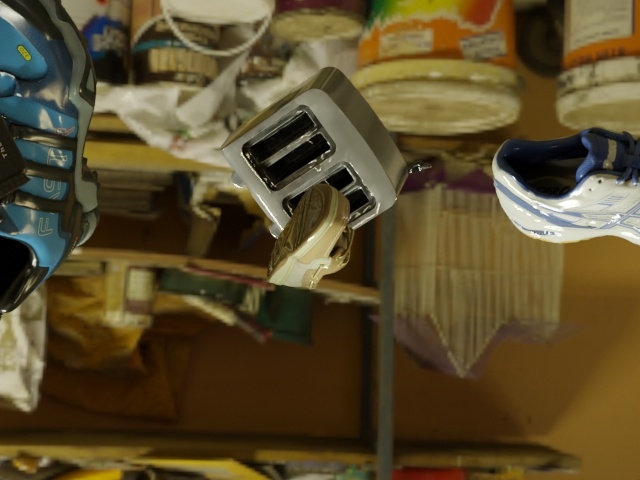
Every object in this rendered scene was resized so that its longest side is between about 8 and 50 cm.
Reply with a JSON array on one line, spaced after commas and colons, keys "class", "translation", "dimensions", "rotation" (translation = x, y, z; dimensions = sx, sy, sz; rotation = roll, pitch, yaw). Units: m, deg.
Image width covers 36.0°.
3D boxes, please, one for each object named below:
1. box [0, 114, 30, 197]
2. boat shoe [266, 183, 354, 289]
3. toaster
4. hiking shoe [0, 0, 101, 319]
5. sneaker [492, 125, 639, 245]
[{"class": "box", "translation": [-0.240, -0.097, 0.322], "dimensions": [0.060, 0.270, 0.216], "rotation": [-18, -166, 28]}, {"class": "boat shoe", "translation": [0.000, 0.000, 0.686], "dimensions": [0.045, 0.050, 0.135], "rotation": [17, 159, -12]}, {"class": "toaster", "translation": [0.001, -0.090, 1.126], "dimensions": [0.185, 0.168, 0.110], "rotation": [-31, -166, 21]}, {"class": "hiking shoe", "translation": [-0.231, -0.068, 0.720], "dimensions": [0.113, 0.132, 0.304], "rotation": [11, 139, 12]}, {"class": "sneaker", "translation": [0.318, -0.057, 1.000], "dimensions": [0.296, 0.112, 0.131], "rotation": [-4, 153, 27]}]
